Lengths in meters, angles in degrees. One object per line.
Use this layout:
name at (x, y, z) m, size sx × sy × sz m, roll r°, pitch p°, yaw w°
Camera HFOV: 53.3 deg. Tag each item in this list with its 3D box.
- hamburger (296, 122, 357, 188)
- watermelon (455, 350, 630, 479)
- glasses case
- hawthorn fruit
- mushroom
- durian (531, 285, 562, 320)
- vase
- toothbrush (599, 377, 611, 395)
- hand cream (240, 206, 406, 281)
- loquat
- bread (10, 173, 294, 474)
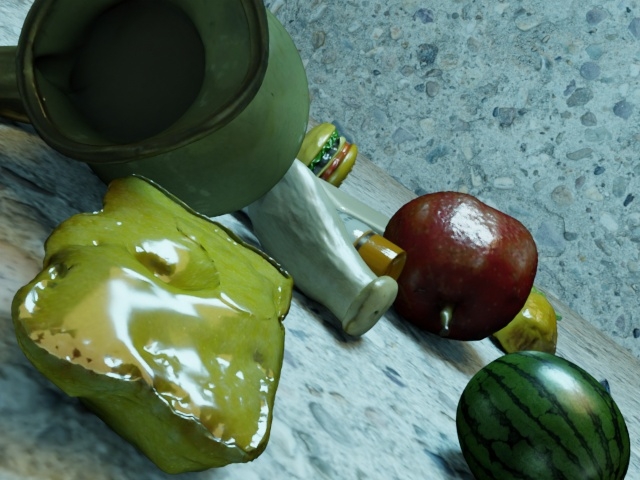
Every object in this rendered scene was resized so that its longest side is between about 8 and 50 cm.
hamburger at (-0.004, -0.146, 1.226) m, size 0.115 × 0.162 × 0.162 m, roll 39°, pitch 11°, yaw -10°
watermelon at (0.203, 0.184, 0.553) m, size 0.141 × 0.140 × 0.187 m, roll 22°, pitch 21°, yaw -44°
glasses case at (0.113, 0.011, 1.108) m, size 0.337 × 0.076 × 0.144 m, roll 27°, pitch 15°, yaw -31°
hawthorn fruit at (0.189, 0.046, 0.904) m, size 0.230 × 0.210 × 0.266 m, roll 40°, pitch 26°, yaw -2°
mushroom at (-0.009, 0.003, 0.748) m, size 0.247 × 0.108 × 0.096 m, roll 55°, pitch 16°, yaw 22°
durian at (0.355, 0.111, 1.273) m, size 0.250 × 0.101 × 0.139 m, roll 29°, pitch -3°, yaw -25°
vase at (-0.183, -0.141, 0.602) m, size 0.330 × 0.240 × 0.302 m, roll 0°, pitch 1°, yaw 8°
toothbrush at (0.592, 0.320, 1.315) m, size 0.026 × 0.024 × 0.288 m, roll 39°, pitch 13°, yaw 17°
hand cream at (-0.035, -0.031, 0.867) m, size 0.314 × 0.089 × 0.140 m, roll 36°, pitch 10°, yaw 24°
loquat at (0.373, 0.160, 1.161) m, size 0.137 × 0.113 × 0.137 m, roll 33°, pitch 41°, yaw -35°
bread at (-0.098, 0.047, 0.408) m, size 0.161 × 0.088 × 0.233 m, roll 28°, pitch 16°, yaw -9°
